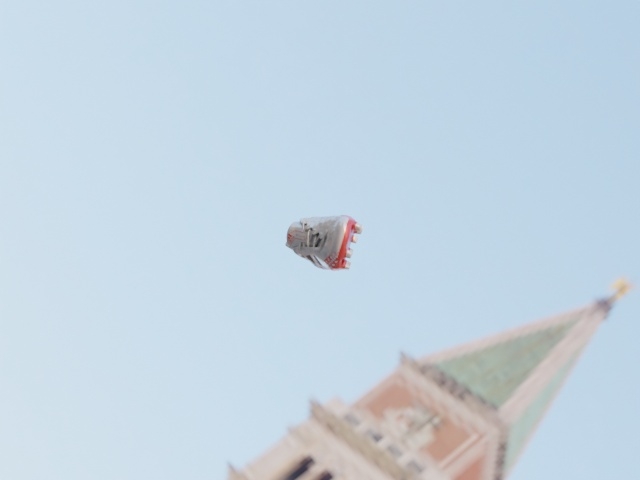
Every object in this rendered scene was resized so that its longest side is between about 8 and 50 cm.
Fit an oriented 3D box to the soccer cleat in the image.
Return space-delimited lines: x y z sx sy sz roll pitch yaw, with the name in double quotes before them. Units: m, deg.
"soccer cleat" 0.000 0.000 0.830 0.036 0.029 0.083 19 -7 -4
